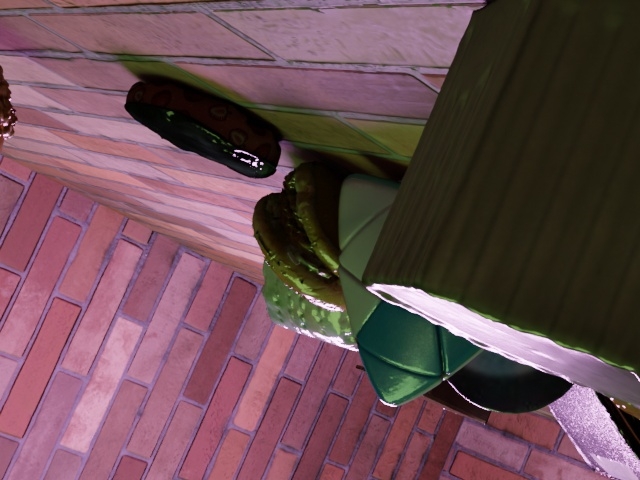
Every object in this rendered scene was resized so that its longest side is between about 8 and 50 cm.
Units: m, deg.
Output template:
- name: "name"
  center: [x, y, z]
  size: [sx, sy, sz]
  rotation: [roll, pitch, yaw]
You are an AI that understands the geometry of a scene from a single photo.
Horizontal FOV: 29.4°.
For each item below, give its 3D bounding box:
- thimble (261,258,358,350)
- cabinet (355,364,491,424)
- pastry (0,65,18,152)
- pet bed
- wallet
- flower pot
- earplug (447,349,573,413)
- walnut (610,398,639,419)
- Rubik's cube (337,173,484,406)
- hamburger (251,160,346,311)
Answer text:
- name: "thimble"
  center: [0.020, 0.034, 1.601]
  size: [0.149, 0.185, 0.211]
  rotation: [19, 138, 25]
- name: "cabinet"
  center: [0.207, 0.198, 2.174]
  size: [0.215, 0.174, 0.148]
  rotation: [26, 172, -26]
- name: "pastry"
  center: [-0.498, -0.214, 1.481]
  size: [0.255, 0.162, 0.311]
  rotation: [32, 171, 49]
- name: "pet bed"
  center: [-0.132, -0.124, 1.392]
  size: [0.201, 0.053, 0.201]
  rotation: [23, 172, 3]
- name: "wallet"
  center: [0.464, 0.290, 2.045]
  size: [0.262, 0.071, 0.221]
  rotation: [62, 163, -7]
- name: "flower pot"
  center: [0.161, -0.016, 0.676]
  size: [0.209, 0.189, 0.239]
  rotation: [25, 173, -12]
- name: "earplug"
  center: [0.263, 0.131, 1.574]
  size: [0.185, 0.185, 0.324]
  rotation: [22, 178, 17]
- name: "walnut"
  center: [0.363, 0.122, 1.265]
  size: [0.167, 0.149, 0.166]
  rotation: [10, 139, 9]
- name: "Rubik's cube"
  center: [0.129, 0.008, 1.270]
  size: [0.254, 0.254, 0.254]
  rotation: [23, 173, 3]
- name: "hamburger"
  center: [0.000, 0.000, 1.406]
  size: [0.177, 0.113, 0.185]
  rotation: [58, -148, -6]
